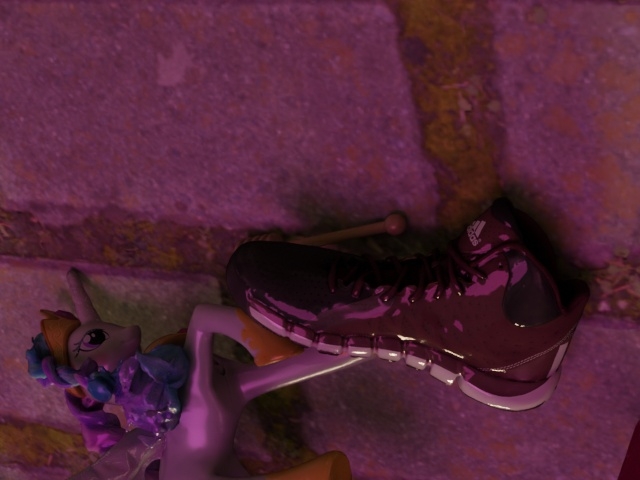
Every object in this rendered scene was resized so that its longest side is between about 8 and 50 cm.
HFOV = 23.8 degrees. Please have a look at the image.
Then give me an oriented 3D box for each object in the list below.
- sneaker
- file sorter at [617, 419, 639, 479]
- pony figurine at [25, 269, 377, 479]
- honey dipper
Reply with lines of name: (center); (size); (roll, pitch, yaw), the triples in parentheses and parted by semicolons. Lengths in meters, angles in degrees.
sneaker: (0.078, 0.018, 1.178); (0.281, 0.106, 0.162); (18, 127, -7)
file sorter: (0.356, 0.177, 1.083); (0.182, 0.202, 0.291); (34, 135, -2)
pony figurine: (-0.109, 0.202, 1.350); (0.363, 0.303, 0.351); (-1, 93, 33)
honey dipper: (0.000, 0.000, 1.255); (0.160, 0.030, 0.030); (-11, 120, 33)
